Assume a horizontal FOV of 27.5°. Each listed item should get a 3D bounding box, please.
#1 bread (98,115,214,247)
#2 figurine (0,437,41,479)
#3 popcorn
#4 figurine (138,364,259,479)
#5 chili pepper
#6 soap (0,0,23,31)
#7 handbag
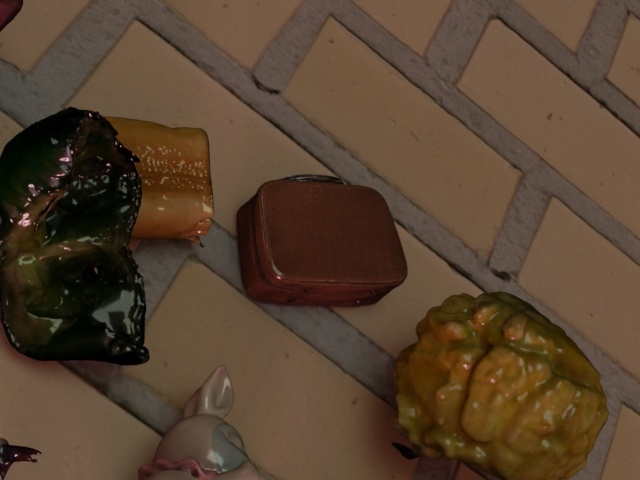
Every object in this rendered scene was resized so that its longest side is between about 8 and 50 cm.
[{"bbox_3d":[-0.198,-0.063,1.422,0.173,0.085,0.134,6,70,-30],"label":"bread"},{"bbox_3d":[-0.227,0.329,1.095,0.186,0.261,0.382,-10,49,-44],"label":"figurine"},{"bbox_3d":[0.191,0.176,1.456,0.249,0.249,0.225,39,87,-9],"label":"popcorn"},{"bbox_3d":[-0.111,0.245,1.284,0.155,0.127,0.235,28,47,6],"label":"figurine"},{"bbox_3d":[-0.249,-0.010,1.294,0.148,0.264,0.116,-4,22,-5],"label":"chili pepper"},{"bbox_3d":[-0.455,-0.307,1.318,0.325,0.127,0.220,55,28,17],"label":"soap"},{"bbox_3d":[0.000,0.000,1.526,0.193,0.072,0.151,4,62,-30],"label":"handbag"}]
